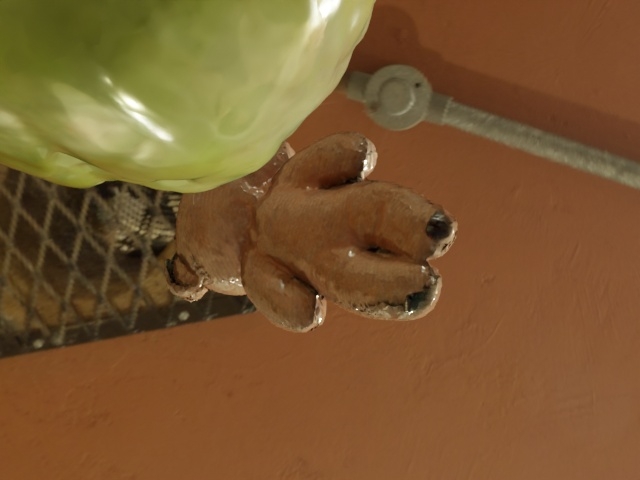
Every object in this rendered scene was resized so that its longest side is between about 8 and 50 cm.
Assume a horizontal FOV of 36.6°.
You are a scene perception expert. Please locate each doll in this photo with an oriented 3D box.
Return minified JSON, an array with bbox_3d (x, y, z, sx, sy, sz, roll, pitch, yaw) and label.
[{"bbox_3d":[0.000,0.000,0.923,0.303,0.156,0.201,18,-100,32],"label":"doll"}]

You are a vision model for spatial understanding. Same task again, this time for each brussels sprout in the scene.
[{"bbox_3d":[-0.100,-0.157,0.505,0.243,0.317,0.273,-33,-131,35],"label":"brussels sprout"}]
